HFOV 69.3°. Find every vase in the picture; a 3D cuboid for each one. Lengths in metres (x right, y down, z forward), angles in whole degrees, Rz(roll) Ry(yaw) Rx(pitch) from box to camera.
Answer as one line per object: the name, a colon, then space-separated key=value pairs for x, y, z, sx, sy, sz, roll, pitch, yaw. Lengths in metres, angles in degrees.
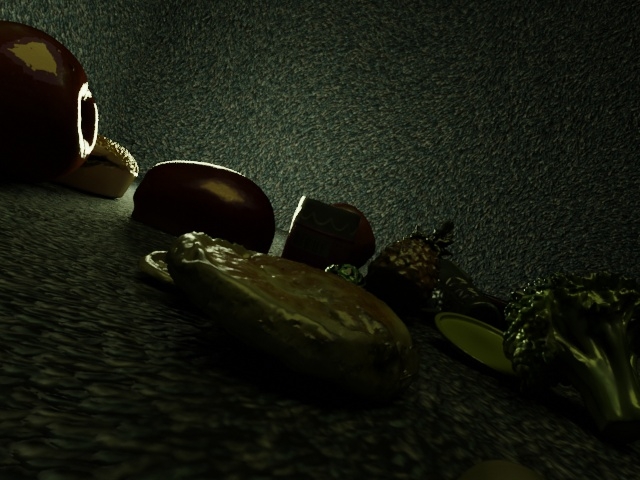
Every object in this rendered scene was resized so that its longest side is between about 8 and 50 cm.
vase: x=0.313 y=0.152 z=1.133 sx=0.251 sy=0.156 sz=0.301 roll=-8 pitch=13 yaw=-5

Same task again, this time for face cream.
face cream: x=0.000 y=0.000 z=1.212 sx=0.175 sy=0.195 sz=0.175 roll=19 pitch=4 yaw=-1

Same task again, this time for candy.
candy: x=0.049 y=0.109 z=0.845 sx=0.091 sy=0.083 sz=0.305 roll=21 pitch=10 yaw=-6

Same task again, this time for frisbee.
frisbee: x=0.322 y=0.202 z=0.870 sx=0.236 sy=0.017 sz=0.236 roll=20 pitch=15 yaw=-6

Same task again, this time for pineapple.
pineapple: x=0.232 y=0.039 z=1.109 sx=0.169 sy=0.169 sz=0.340 roll=20 pitch=37 yaw=23

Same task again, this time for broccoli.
broccoli: x=0.404 y=0.164 z=0.686 sx=0.263 sy=0.247 sz=0.243 roll=52 pitch=24 yaw=-35

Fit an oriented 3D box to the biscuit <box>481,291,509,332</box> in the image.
biscuit: x=0.409 y=0.184 z=1.352 sx=0.388 sy=0.107 sz=0.073 roll=22 pitch=4 yaw=41

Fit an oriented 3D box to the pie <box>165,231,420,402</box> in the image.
pie: x=-0.027 y=0.077 z=0.545 sx=0.339 sy=0.077 sz=0.339 roll=24 pitch=6 yaw=-3

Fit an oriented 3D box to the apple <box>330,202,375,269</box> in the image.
apple: x=0.055 y=0.008 z=1.430 sx=0.230 sy=0.230 sz=0.230 roll=19 pitch=3 yaw=-1

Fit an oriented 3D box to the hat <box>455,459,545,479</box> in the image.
hat: x=0.131 y=0.151 z=0.247 sx=0.147 sy=0.085 sz=0.175 roll=19 pitch=4 yaw=6

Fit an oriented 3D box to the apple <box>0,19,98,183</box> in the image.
apple: x=-0.647 y=-0.289 z=1.002 sx=0.277 sy=0.348 sz=0.348 roll=4 pitch=6 yaw=-12

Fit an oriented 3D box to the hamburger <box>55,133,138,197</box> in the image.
hamburger: x=-0.693 y=-0.239 z=1.380 sx=0.302 sy=0.170 sz=0.302 roll=21 pitch=2 yaw=-1

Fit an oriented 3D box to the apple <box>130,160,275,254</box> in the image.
apple: x=-0.306 y=-0.065 z=1.232 sx=0.365 sy=0.295 sz=0.329 roll=20 pitch=-35 yaw=-15

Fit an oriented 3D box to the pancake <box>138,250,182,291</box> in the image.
pancake: x=-0.183 y=0.052 z=0.655 sx=0.151 sy=0.025 sz=0.151 roll=25 pitch=3 yaw=-1
